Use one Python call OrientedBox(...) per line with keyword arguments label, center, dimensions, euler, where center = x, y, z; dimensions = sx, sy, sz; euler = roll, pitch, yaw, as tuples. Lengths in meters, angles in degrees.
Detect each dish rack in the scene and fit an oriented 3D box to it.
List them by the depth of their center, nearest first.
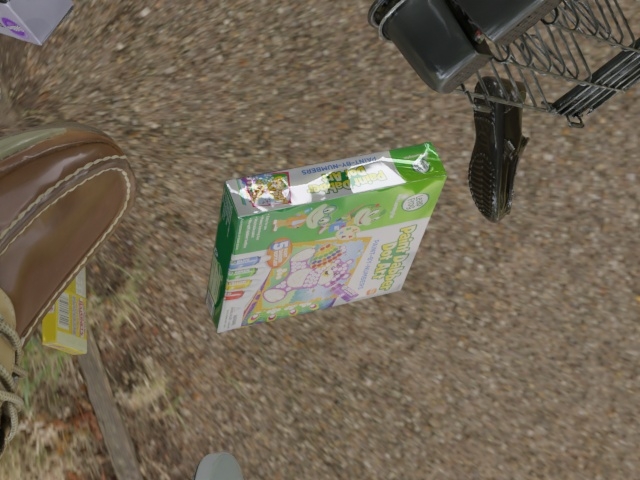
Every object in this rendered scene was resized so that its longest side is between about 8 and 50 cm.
OrientedBox(label="dish rack", center=(0.179, -0.157, 0.774), dimensions=(0.208, 0.271, 0.074), euler=(-37, 71, 28))

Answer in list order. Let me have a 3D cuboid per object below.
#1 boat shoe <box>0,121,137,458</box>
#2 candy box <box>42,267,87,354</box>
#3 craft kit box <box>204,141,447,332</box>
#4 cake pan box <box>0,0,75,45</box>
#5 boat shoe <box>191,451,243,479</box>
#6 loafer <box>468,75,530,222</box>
OrientedBox(label="boat shoe", center=(-0.201, 0.073, 0.630), dimensions=(0.116, 0.123, 0.324), euler=(34, 68, 22))
OrientedBox(label="candy box", center=(-0.355, 0.049, 1.714), dimensions=(0.027, 0.105, 0.206), euler=(-6, 76, 9))
OrientedBox(label="craft kit box", center=(0.000, 0.000, 1.430), dimensions=(0.246, 0.250, 0.061), euler=(-15, 60, -19))
OrientedBox(label="cake pan box", center=(-0.404, -0.321, 1.258), dimensions=(0.070, 0.267, 0.246), euler=(-58, 146, -16))
OrientedBox(label="boat shoe", center=(-0.158, 0.410, 1.499), dimensions=(0.105, 0.113, 0.306), euler=(-3, 79, 27))
OrientedBox(label="loafer", center=(0.262, -0.127, 1.749), dimensions=(0.078, 0.080, 0.220), euler=(-11, 119, -19))
